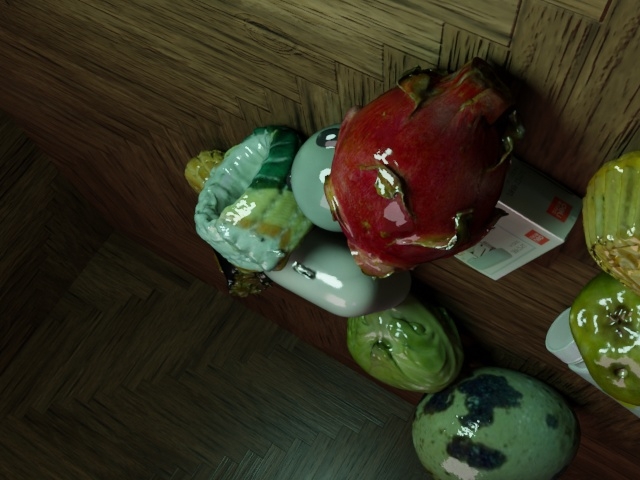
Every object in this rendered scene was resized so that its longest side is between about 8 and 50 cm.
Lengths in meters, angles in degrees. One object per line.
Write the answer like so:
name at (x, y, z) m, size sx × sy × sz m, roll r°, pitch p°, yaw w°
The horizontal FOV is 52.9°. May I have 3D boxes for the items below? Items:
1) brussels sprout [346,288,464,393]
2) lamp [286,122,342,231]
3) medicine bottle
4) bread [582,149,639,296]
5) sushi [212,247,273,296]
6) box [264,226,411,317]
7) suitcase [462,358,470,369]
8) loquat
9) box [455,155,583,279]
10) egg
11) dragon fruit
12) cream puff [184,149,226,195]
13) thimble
brussels sprout at (0.215, 0.253, 1.657) m, size 0.328 × 0.247 × 0.328 m, roll 22°, pitch 145°, yaw 16°
lamp at (0.069, -0.093, 1.082) m, size 0.244 × 0.197 × 0.198 m, roll 22°, pitch 166°, yaw -16°
medicine bottle at (0.572, 0.245, 1.204) m, size 0.296 × 0.111 × 0.161 m, roll 37°, pitch 163°, yaw -7°
bread at (0.418, -0.003, 0.754) m, size 0.240 × 0.139 × 0.240 m, roll 33°, pitch 162°, yaw 12°
sushi at (-0.244, 0.057, 2.043) m, size 0.213 × 0.204 × 0.200 m, roll 1°, pitch 143°, yaw -21°
box at (0.039, 0.061, 1.429) m, size 0.289 × 0.141 × 0.349 m, roll 25°, pitch -170°, yaw 22°
suitcase at (0.287, 0.345, 1.946) m, size 0.312 × 0.128 × 0.202 m, roll 18°, pitch 157°, yaw 41°
loquat at (0.484, 0.135, 0.931) m, size 0.246 × 0.213 × 0.213 m, roll 16°, pitch 175°, yaw -35°
box at (0.287, -0.028, 1.019) m, size 0.135 × 0.079 × 0.269 m, roll 32°, pitch 163°, yaw 2°
egg at (0.456, 0.505, 1.690) m, size 0.428 × 0.345 × 0.345 m, roll 0°, pitch 152°, yaw 14°
dragon fruit at (0.127, -0.085, 0.849) m, size 0.250 × 0.250 × 0.315 m, roll 41°, pitch 139°, yaw -24°
cream puff at (-0.231, -0.142, 1.547) m, size 0.189 × 0.129 × 0.189 m, roll 41°, pitch 172°, yaw 7°
thimble at (-0.113, -0.077, 1.245) m, size 0.254 × 0.288 × 0.167 m, roll -25°, pitch 127°, yaw 35°
